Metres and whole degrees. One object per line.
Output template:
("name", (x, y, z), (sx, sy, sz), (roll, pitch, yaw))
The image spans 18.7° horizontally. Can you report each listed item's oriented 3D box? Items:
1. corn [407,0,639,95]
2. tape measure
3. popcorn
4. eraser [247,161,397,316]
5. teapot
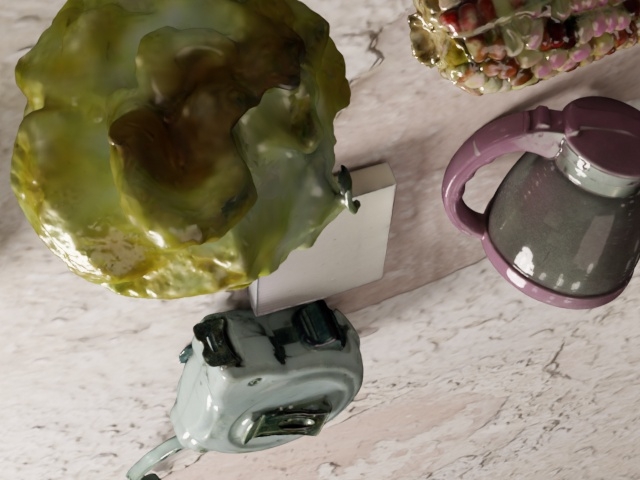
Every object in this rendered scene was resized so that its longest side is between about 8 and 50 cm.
("corn", (0.183, -0.164, 1.139), (0.280, 0.092, 0.092), (-21, 155, -9))
("tape measure", (-0.064, 0.155, 1.572), (0.164, 0.084, 0.330), (-6, 150, -19))
("popcorn", (-0.067, -0.052, 1.012), (0.198, 0.198, 0.212), (-19, -172, -5))
("eraser", (0.000, 0.000, 1.386), (0.103, 0.023, 0.150), (-16, 154, -11))
("teapot", (0.172, -0.040, 1.373), (0.116, 0.148, 0.146), (-46, 165, -46))
